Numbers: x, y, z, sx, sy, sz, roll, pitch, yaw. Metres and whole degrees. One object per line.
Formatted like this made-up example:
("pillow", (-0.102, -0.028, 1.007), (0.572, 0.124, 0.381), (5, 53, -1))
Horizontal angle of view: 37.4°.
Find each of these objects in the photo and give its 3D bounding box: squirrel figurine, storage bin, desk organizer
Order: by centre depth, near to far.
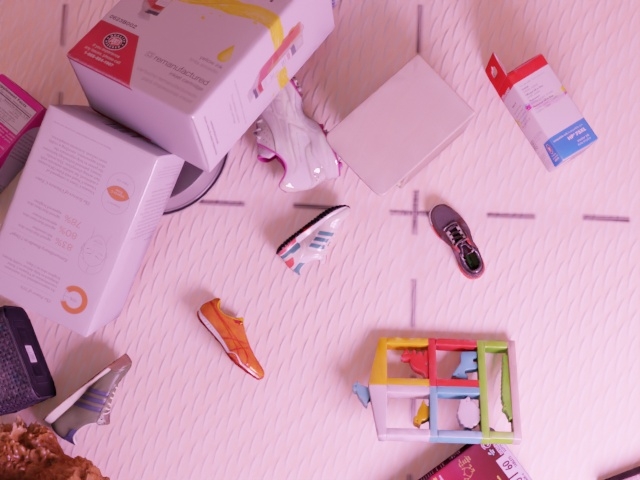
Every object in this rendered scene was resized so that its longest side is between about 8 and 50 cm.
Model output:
("squirrel figurine", (-0.562, 0.510, 1.624), (0.371, 0.281, 0.397), (-3, 38, 33))
("desk organizer", (0.566, 0.434, 1.681), (0.130, 0.047, 0.050), (-21, 85, 0))
("storage bin", (-0.562, 0.216, 1.715), (0.084, 0.122, 0.180), (-24, 83, 0))

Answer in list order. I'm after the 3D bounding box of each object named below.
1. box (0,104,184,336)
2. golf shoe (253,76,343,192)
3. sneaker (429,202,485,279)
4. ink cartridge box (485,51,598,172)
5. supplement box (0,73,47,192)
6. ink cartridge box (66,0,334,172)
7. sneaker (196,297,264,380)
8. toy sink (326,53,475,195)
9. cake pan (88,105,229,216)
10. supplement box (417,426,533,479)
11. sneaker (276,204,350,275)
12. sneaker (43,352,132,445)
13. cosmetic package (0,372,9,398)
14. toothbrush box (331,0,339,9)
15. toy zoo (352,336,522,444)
("box", (-0.415, -0.040, 1.673), (0.215, 0.168, 0.345), (26, 101, 5))
("golf shoe", (-0.081, -0.228, 1.752), (0.140, 0.115, 0.306), (-30, 82, 2))
("sneaker", (0.256, -0.003, 1.733), (0.061, 0.065, 0.158), (-33, 84, -2))
("ink cartridge box", (0.396, -0.248, 1.720), (0.078, 0.134, 0.231), (-31, 84, 0))
("supplement box", (-0.608, -0.184, 1.768), (0.114, 0.111, 0.220), (41, 86, 7))
("ink cartridge box", (-0.197, -0.350, 1.641), (0.279, 0.160, 0.384), (28, 65, 21))
("sneaker", (-0.154, 0.179, 1.733), (0.067, 0.064, 0.175), (-37, 86, -12))
("toy sink", (0.139, -0.194, 1.728), (0.234, 0.131, 0.153), (-43, 83, -7))
("cake pan", (-0.318, -0.192, 1.785), (0.293, 0.054, 0.293), (0, 84, 2))
("supplement box", (0.248, 0.454, 1.678), (0.239, 0.073, 0.130), (-37, 82, -1))
("sneaker", (0.000, 0.000, 1.756), (0.161, 0.057, 0.075), (-37, 100, -3))
("sneaker", (-0.406, 0.297, 1.733), (0.192, 0.064, 0.086), (-39, 91, -2))
("cosmetic package", (-0.683, 0.212, 1.669), (0.138, 0.224, 0.224), (-22, 83, 0))
("toothbrush box", (-0.001, -0.598, 1.781), (0.216, 0.126, 0.295), (33, 85, 5))
("toy zoo", (0.204, 0.265, 1.683), (0.293, 0.030, 0.192), (2, 58, 3))
